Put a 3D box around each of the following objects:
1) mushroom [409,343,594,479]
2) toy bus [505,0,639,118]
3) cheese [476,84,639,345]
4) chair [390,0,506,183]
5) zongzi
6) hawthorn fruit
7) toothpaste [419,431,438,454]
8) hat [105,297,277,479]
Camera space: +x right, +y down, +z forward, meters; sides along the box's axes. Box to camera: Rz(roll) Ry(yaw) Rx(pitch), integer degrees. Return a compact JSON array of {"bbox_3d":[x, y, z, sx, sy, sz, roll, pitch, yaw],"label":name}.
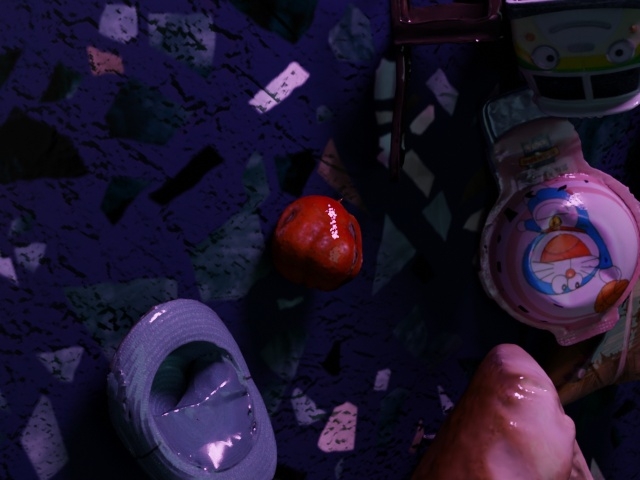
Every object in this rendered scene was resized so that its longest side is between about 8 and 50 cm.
[{"bbox_3d":[0.161,0.314,1.371,0.313,0.224,0.397,-23,110,-9],"label":"mushroom"},{"bbox_3d":[0.257,-0.234,1.267,0.276,0.133,0.165,-70,152,-50],"label":"toy bus"},{"bbox_3d":[0.245,-0.025,1.404,0.189,0.074,0.286,-18,104,-3],"label":"cheese"},{"bbox_3d":[0.115,-0.172,1.229,0.106,0.113,0.229,-62,149,-70],"label":"chair"},{"bbox_3d":[0.287,0.078,1.486,0.204,0.094,0.205,-19,107,-20],"label":"zongzi"},{"bbox_3d":[0.000,0.000,1.214,0.093,0.093,0.093,-12,108,-38],"label":"hawthorn fruit"},{"bbox_3d":[0.139,0.213,1.430,0.083,0.019,0.027,-6,123,-36],"label":"toothpaste"},{"bbox_3d":[-0.119,0.145,1.156,0.138,0.078,0.191,-35,103,-39],"label":"hat"}]
